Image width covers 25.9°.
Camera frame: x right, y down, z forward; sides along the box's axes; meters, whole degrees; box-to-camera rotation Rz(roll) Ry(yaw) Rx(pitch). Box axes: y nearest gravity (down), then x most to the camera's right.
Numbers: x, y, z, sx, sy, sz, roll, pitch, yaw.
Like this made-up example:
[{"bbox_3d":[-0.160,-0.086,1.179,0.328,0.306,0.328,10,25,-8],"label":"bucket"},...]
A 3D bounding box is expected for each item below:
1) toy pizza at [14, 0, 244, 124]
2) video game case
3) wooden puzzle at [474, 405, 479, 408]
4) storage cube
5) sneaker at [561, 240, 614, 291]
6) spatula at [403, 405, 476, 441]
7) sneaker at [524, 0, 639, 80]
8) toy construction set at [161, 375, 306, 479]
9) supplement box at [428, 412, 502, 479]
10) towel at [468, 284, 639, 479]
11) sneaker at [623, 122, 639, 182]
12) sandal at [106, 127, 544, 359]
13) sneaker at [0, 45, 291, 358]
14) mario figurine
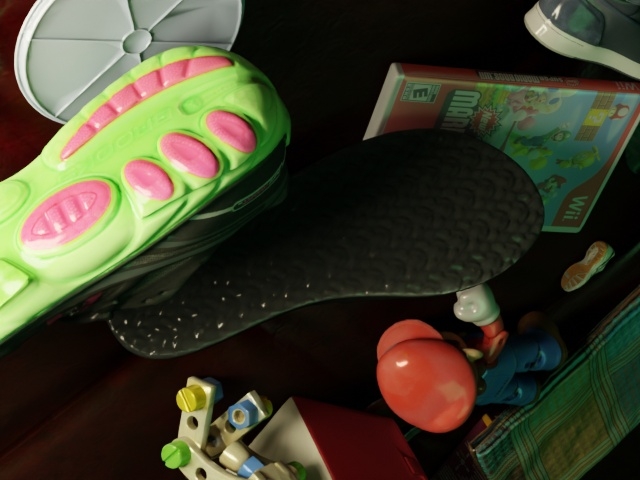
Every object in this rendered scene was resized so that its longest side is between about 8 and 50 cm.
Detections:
[{"bbox_3d":[-0.156,-0.172,1.140,0.201,0.032,0.201,-23,148,-16],"label":"toy pizza"},{"bbox_3d":[0.179,-0.091,1.453,0.285,0.025,0.204,2,135,-19],"label":"video game case"},{"bbox_3d":[0.209,0.224,1.955,0.083,0.006,0.049,-19,144,-19],"label":"wooden puzzle"},{"bbox_3d":[0.012,0.335,1.759,0.193,0.215,0.184,19,122,-42],"label":"storage cube"},{"bbox_3d":[0.350,0.038,1.812,0.083,0.032,0.037,-46,144,21],"label":"sneaker"},{"bbox_3d":[0.123,0.277,1.927,0.296,0.030,0.084,-36,144,7],"label":"spatula"},{"bbox_3d":[0.332,-0.247,1.391,0.226,0.086,0.163,5,134,-41],"label":"sneaker"},{"bbox_3d":[-0.134,0.328,1.643,0.151,0.215,0.328,-27,155,-45],"label":"toy construction set"},{"bbox_3d":[0.246,0.344,2.068,0.104,0.081,0.188,5,131,-43],"label":"supplement box"},{"bbox_3d":[0.382,0.240,1.986,0.370,0.040,0.271,-41,139,-10],"label":"towel"},{"bbox_3d":[0.421,-0.152,1.593,0.098,0.083,0.224,-29,152,-27],"label":"sneaker"},{"bbox_3d":[-0.002,-0.002,1.387,0.445,0.168,0.107,-14,179,-5],"label":"sandal"},{"bbox_3d":[-0.229,0.026,1.170,0.482,0.185,0.202,-26,150,5],"label":"sneaker"},{"bbox_3d":[0.172,0.139,1.754,0.320,0.170,0.198,2,91,-53],"label":"mario figurine"}]
